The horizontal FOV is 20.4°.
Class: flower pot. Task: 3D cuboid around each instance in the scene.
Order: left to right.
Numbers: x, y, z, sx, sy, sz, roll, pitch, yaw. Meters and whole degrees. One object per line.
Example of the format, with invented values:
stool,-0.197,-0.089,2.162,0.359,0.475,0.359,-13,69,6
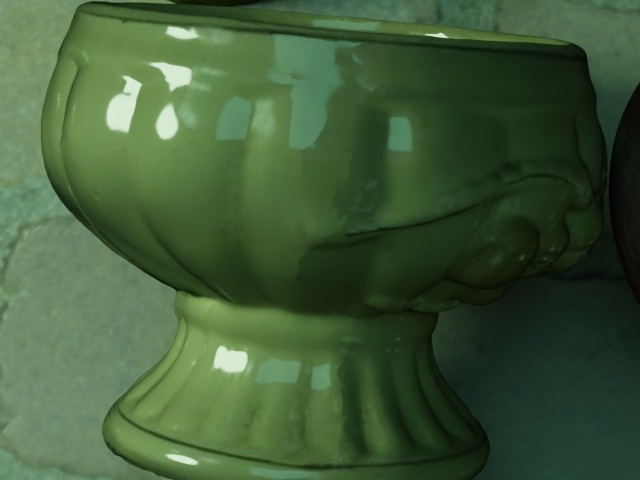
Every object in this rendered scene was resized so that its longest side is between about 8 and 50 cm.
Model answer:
flower pot,0.000,0.000,0.967,0.307,0.307,0.244,6,100,9

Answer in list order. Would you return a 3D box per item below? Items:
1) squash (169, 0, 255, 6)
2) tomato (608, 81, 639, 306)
squash,-0.076,-0.184,1.135,0.192,0.184,0.085,-2,111,9
tomato,0.279,-0.039,0.951,0.227,0.270,0.270,44,80,-20
